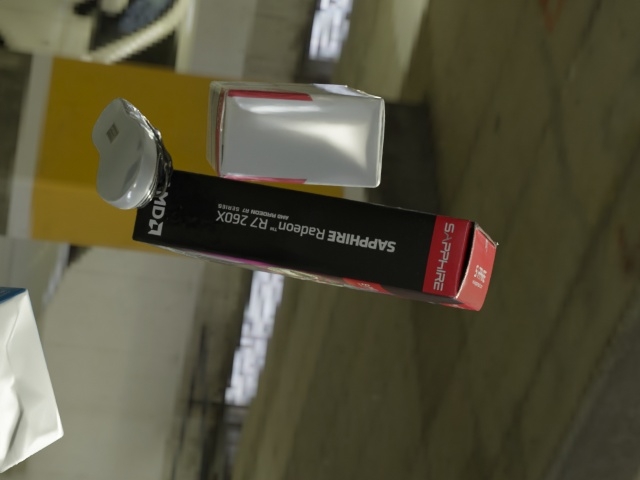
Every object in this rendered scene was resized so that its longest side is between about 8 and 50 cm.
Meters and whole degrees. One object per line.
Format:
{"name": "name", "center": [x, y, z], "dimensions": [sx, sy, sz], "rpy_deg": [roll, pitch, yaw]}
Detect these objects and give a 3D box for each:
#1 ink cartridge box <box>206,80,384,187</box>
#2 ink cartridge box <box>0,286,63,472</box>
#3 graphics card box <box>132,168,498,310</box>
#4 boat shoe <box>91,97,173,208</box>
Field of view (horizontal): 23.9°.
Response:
{"name": "ink cartridge box", "center": [-0.045, -0.158, 2.168], "dimensions": [0.306, 0.226, 0.131], "rpy_deg": [-131, -137, -77]}
{"name": "ink cartridge box", "center": [-0.334, 0.108, 1.260], "dimensions": [0.078, 0.231, 0.134], "rpy_deg": [-31, 116, -49]}
{"name": "graphics card box", "center": [0.000, 0.000, 1.704], "dimensions": [0.233, 0.371, 0.094], "rpy_deg": [24, 78, -77]}
{"name": "boat shoe", "center": [-0.191, -0.081, 1.599], "dimensions": [0.080, 0.076, 0.228], "rpy_deg": [-52, -155, 7]}
